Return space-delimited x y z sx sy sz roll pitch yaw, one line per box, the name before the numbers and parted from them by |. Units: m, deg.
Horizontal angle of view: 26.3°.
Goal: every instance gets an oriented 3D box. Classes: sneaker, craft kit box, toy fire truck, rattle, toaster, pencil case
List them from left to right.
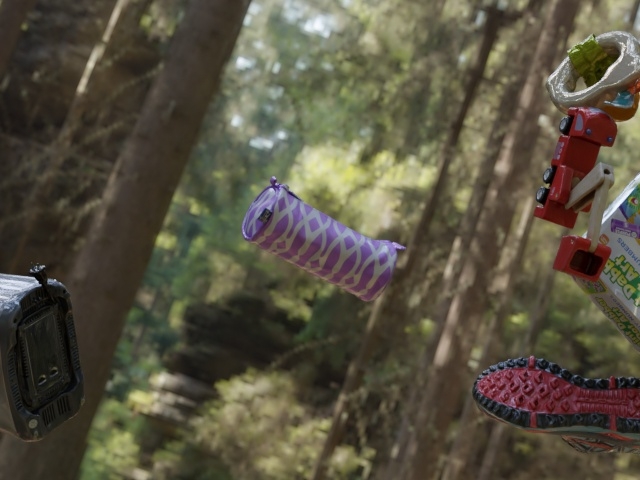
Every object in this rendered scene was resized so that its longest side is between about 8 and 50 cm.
toaster | -0.385 0.128 1.665 0.146 0.227 0.129 8 26 29
pencil case | 0.000 0.000 1.716 0.206 0.088 0.086 29 -3 -24
sneaker | 0.324 0.236 1.778 0.262 0.104 0.125 10 -38 11
toy fire truck | 0.297 -0.057 1.546 0.047 0.192 0.135 18 2 -17
rattle | 0.368 -0.164 1.643 0.200 0.130 0.142 32 -27 61
craft kit box | 0.466 0.037 1.771 0.250 0.246 0.061 47 -26 -2
